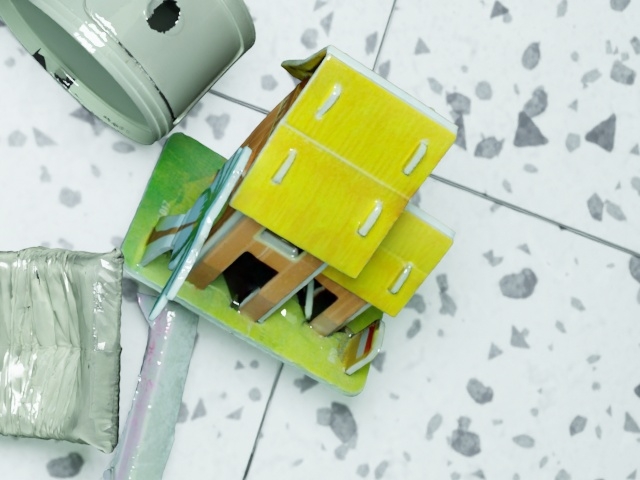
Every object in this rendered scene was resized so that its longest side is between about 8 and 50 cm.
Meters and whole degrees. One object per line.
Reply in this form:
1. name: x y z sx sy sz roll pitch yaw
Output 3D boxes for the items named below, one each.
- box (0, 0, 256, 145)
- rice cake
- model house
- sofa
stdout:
1. box: -0.195 -0.222 1.367 0.226 0.226 0.149 45 76 -15
2. rice cake: -0.191 0.194 1.466 0.081 0.051 0.290 15 84 -29
3. model house: 0.000 0.000 1.333 0.300 0.323 0.340 31 47 -15
4. sofa: -0.314 0.104 1.353 0.225 0.176 0.210 4 90 -20
